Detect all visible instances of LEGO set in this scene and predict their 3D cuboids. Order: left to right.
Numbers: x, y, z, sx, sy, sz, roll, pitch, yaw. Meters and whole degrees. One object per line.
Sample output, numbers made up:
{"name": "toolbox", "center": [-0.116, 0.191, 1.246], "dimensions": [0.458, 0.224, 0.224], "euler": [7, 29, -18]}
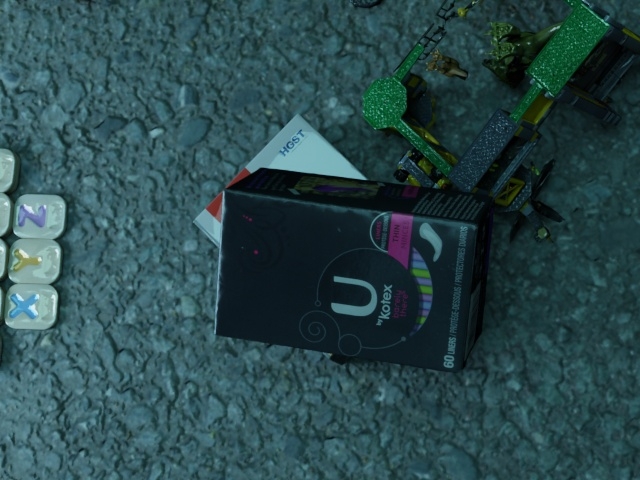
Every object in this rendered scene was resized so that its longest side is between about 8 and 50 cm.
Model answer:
{"name": "LEGO set", "center": [0.229, -0.180, 1.706], "dimensions": [0.255, 0.192, 0.331], "euler": [38, 104, 33]}

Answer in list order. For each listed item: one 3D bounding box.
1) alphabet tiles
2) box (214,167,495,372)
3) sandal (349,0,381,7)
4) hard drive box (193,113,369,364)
{"name": "alphabet tiles", "center": [-0.454, 0.023, 1.874], "dimensions": [0.278, 0.021, 0.284], "euler": [2, 82, 13]}
{"name": "box", "center": [0.037, 0.026, 1.591], "dimensions": [0.270, 0.143, 0.165], "euler": [7, 105, 13]}
{"name": "sandal", "center": [0.055, -0.373, 1.826], "dimensions": [0.067, 0.040, 0.179], "euler": [2, 96, 18]}
{"name": "hard drive box", "center": [0.000, 0.000, 1.746], "dimensions": [0.232, 0.089, 0.181], "euler": [44, 91, 15]}
